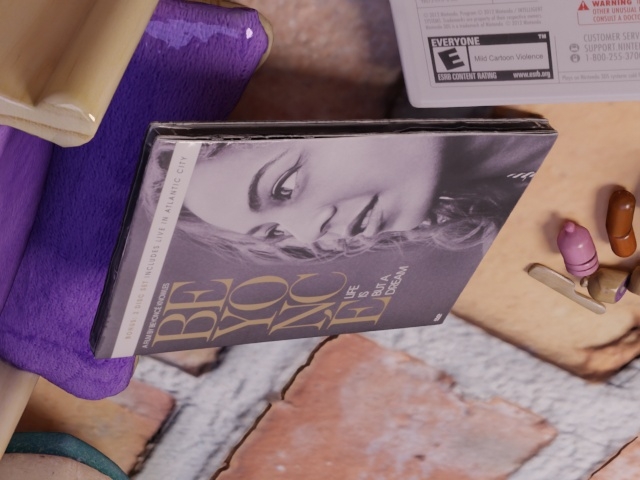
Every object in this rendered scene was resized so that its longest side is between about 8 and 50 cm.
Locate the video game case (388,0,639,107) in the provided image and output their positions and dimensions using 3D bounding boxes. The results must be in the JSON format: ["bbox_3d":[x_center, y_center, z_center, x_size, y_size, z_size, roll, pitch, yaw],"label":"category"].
[{"bbox_3d":[0.131,-0.151,0.487,0.227,0.026,0.206,1,130,20],"label":"video game case"}]

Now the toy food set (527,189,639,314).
[{"bbox_3d":[0.175,0.002,0.644,0.078,0.019,0.122,29,132,-14],"label":"toy food set"}]

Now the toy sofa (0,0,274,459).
[{"bbox_3d":[-0.168,0.006,0.633,0.177,0.150,0.362,22,133,-7],"label":"toy sofa"}]

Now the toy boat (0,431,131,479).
[{"bbox_3d":[-0.277,0.187,0.847,0.318,0.148,0.267,22,138,-18],"label":"toy boat"}]

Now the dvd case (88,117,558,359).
[{"bbox_3d":[0.000,0.000,0.608,0.221,0.018,0.164,-3,140,-26],"label":"dvd case"}]
